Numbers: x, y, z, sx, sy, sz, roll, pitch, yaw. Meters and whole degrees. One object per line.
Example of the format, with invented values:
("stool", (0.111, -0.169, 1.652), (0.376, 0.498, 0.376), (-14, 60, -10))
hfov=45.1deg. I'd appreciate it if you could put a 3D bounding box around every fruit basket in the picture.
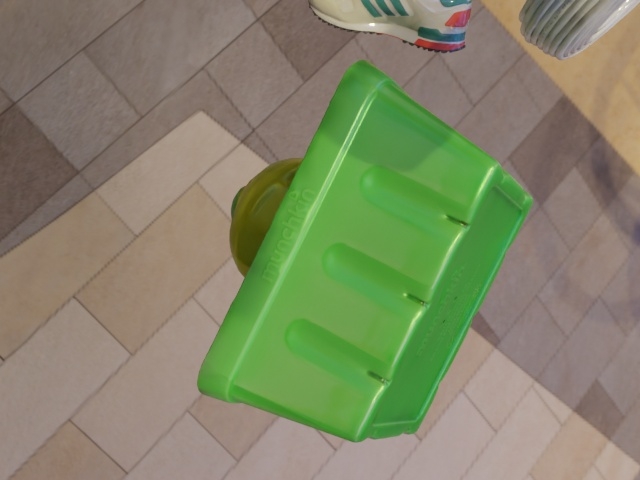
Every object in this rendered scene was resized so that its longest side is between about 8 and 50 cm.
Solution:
("fruit basket", (0.000, 0.000, 0.858), (0.283, 0.392, 0.391), (20, 80, -61))

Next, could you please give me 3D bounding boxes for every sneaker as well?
("sneaker", (0.069, -0.236, 0.742), (0.057, 0.161, 0.075), (-51, 156, -56))

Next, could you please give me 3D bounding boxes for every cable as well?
("cable", (0.335, -0.312, 0.869), (0.089, 0.257, 0.257), (47, 52, 6))
